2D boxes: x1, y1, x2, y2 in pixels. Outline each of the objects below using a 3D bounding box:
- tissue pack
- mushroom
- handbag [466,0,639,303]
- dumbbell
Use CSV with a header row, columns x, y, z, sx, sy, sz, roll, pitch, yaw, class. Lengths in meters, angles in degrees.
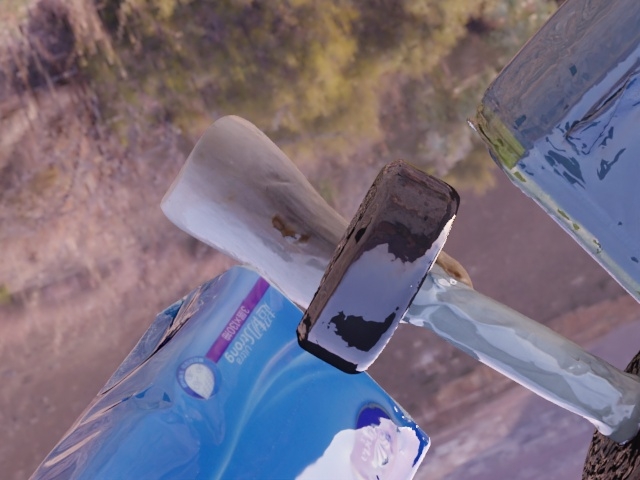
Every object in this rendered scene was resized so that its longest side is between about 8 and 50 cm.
x,y,z,sx,sy,sz,roll,pitch,yaw,class
-0.076,0.178,0.797,0.146,0.198,0.263,-35,-165,47,tissue pack
0.001,0.000,1.507,0.177,0.397,0.126,-47,168,-31,mushroom
0.287,-0.099,1.031,0.241,0.263,0.222,-44,-170,11,handbag
0.091,0.049,0.560,0.100,0.191,0.100,-61,180,0,dumbbell
